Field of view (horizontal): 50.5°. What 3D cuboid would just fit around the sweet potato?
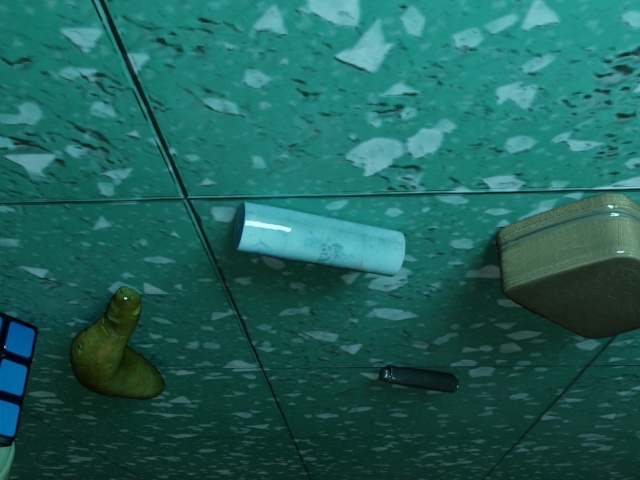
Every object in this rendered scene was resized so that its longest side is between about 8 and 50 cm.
[{"bbox_3d":[-0.277,0.152,0.906,0.108,0.079,0.346,-22,156,-19],"label":"sweet potato"}]

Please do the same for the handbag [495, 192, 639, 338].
[{"bbox_3d":[0.276,0.029,0.663,0.193,0.072,0.151,26,143,-35],"label":"handbag"}]

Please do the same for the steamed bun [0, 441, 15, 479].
[{"bbox_3d":[-0.659,0.376,1.152,0.203,0.276,0.289,-27,118,23],"label":"steamed bun"}]

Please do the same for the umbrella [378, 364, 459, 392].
[{"bbox_3d":[0.152,0.214,1.049,0.133,0.031,0.036,13,148,-20],"label":"umbrella"}]

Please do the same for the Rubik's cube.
[{"bbox_3d":[-0.478,0.168,0.842,0.163,0.162,0.160,-13,148,26],"label":"Rubik's cube"}]

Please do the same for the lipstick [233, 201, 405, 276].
[{"bbox_3d":[0.000,0.000,0.638,0.158,0.048,0.048,10,150,-18],"label":"lipstick"}]
